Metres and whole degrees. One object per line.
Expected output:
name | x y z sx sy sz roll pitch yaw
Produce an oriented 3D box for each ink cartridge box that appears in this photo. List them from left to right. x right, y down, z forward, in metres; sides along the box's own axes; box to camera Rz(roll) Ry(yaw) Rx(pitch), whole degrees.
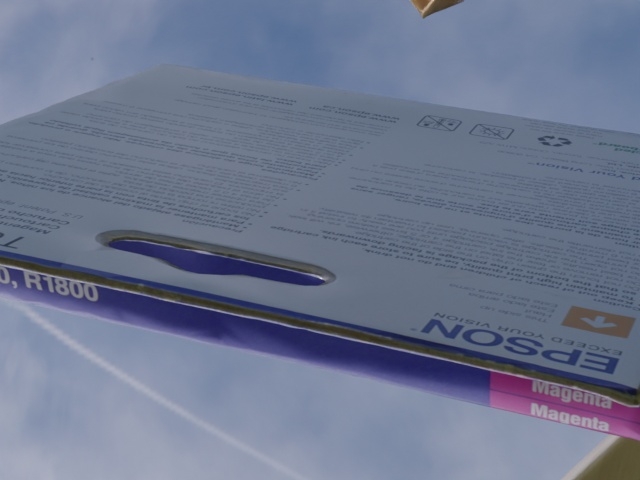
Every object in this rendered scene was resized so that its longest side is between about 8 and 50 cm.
ink cartridge box | 0.000 0.000 0.623 0.324 0.330 0.071 11 -69 18

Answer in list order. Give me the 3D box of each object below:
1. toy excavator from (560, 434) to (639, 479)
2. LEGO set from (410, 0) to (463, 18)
toy excavator | 0.216 0.370 1.222 0.433 0.222 0.445 -15 -92 -2
LEGO set | 0.082 -0.205 0.436 0.132 0.107 0.287 12 -42 17
